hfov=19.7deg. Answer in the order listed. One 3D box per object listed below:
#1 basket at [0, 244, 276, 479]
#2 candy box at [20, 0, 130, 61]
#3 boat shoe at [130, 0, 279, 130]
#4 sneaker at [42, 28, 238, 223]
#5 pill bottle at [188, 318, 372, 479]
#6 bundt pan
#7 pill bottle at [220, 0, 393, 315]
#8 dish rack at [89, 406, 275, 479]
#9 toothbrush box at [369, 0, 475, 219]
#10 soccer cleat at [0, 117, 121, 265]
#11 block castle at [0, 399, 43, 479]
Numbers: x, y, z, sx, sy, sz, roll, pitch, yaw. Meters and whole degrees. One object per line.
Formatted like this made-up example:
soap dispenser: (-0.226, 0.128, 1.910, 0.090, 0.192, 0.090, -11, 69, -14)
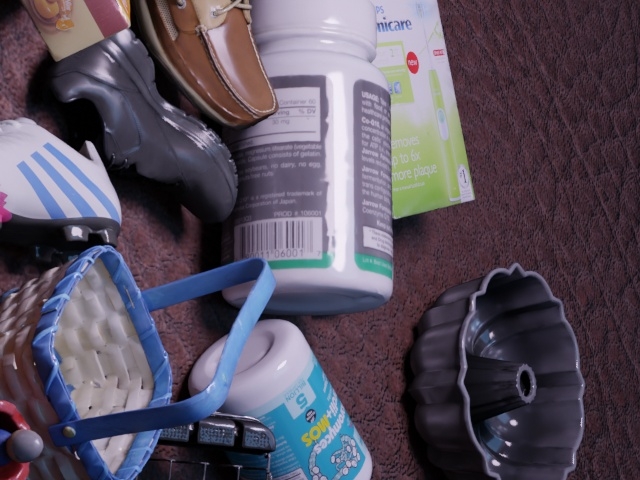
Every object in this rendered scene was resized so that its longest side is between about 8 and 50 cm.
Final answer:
basket: (-0.197, 0.116, 1.788, 0.201, 0.289, 0.255, 63, 25, -21)
candy box: (-0.267, -0.319, 1.848, 0.183, 0.087, 0.316, 62, 7, -23)
boat shoe: (-0.139, -0.278, 2.046, 0.324, 0.120, 0.122, 59, 33, 2)
sneaker: (-0.205, -0.108, 2.025, 0.286, 0.109, 0.130, 49, 56, -27)
pill bottle: (-0.034, 0.231, 2.128, 0.264, 0.146, 0.146, 61, 40, -25)
bundt pan: (0.229, 0.201, 2.518, 0.331, 0.124, 0.331, 17, 69, -52)
pill bottle: (-0.016, -0.103, 2.177, 0.204, 0.204, 0.361, 16, 70, -52)
dish rack: (-0.153, 0.311, 1.945, 0.208, 0.074, 0.271, 8, 81, -19)
toothbrush box: (0.077, -0.168, 2.394, 0.206, 0.122, 0.283, -12, 91, -55)
soccer cleat: (-0.332, -0.062, 1.831, 0.331, 0.116, 0.143, 14, 56, -54)
block castle: (-0.435, 0.072, 1.552, 0.303, 0.213, 0.453, -41, 115, -50)
